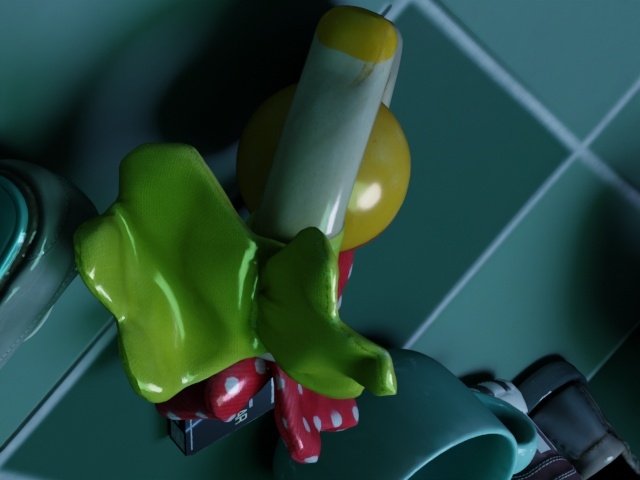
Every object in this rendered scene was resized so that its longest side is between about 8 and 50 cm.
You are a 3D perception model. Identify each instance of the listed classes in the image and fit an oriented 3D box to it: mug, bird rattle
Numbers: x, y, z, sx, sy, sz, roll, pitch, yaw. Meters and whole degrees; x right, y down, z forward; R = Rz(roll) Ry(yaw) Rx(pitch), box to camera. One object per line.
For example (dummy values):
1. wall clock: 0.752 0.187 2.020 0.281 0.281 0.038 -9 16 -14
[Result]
1. mug: 0.043 0.130 1.092 0.129 0.097 0.158 -51 149 8
2. bird rattle: 0.000 0.000 0.842 0.253 0.143 0.207 38 72 -77

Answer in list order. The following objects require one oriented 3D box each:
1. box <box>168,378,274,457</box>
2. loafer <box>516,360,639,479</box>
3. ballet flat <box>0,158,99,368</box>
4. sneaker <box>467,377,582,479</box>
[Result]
1. box: -0.050 0.072 0.988 0.067 0.018 0.083 -28 145 -25
2. loafer: 0.192 0.179 1.337 0.096 0.084 0.267 -42 149 -6
3. ballet flat: -0.167 0.059 0.788 0.213 0.072 0.068 -51 153 9
4. sneaker: 0.104 0.241 1.231 0.106 0.162 0.281 -18 139 -38
